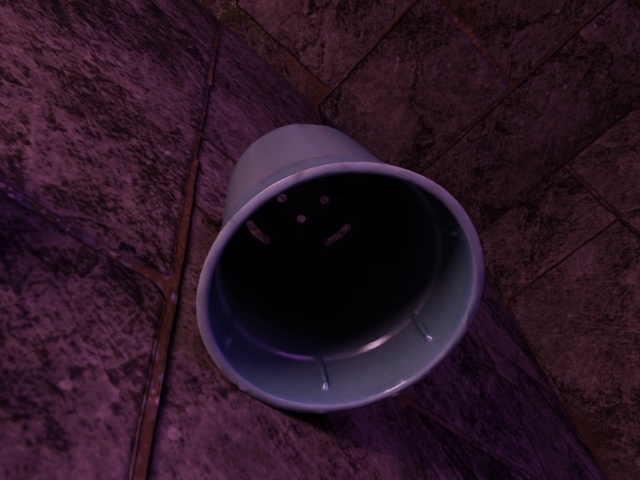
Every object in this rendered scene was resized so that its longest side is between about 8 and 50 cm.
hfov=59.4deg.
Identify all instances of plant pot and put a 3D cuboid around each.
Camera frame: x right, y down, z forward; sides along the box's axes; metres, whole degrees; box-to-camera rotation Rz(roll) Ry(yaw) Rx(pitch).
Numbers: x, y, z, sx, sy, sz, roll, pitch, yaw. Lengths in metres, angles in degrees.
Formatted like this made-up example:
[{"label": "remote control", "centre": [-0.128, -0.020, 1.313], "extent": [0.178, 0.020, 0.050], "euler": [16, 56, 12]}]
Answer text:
[{"label": "plant pot", "centre": [0.000, 0.000, 0.796], "extent": [0.341, 0.341, 0.334], "euler": [38, 13, -25]}]
